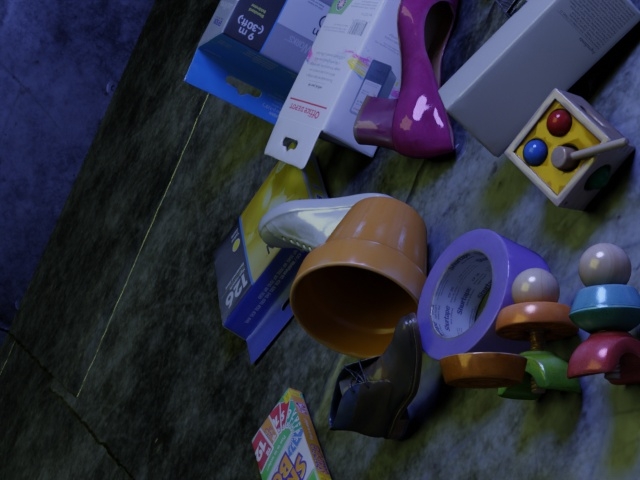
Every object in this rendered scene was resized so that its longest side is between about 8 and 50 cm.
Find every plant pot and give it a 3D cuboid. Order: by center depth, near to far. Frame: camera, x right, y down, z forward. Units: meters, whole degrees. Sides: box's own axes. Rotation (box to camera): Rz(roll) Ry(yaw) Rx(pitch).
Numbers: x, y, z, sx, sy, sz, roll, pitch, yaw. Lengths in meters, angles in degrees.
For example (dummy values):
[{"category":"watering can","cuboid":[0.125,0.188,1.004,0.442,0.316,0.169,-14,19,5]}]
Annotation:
[{"category":"plant pot","cuboid":[0.077,0.041,1.851,0.205,0.205,0.188,-38,23,43]}]

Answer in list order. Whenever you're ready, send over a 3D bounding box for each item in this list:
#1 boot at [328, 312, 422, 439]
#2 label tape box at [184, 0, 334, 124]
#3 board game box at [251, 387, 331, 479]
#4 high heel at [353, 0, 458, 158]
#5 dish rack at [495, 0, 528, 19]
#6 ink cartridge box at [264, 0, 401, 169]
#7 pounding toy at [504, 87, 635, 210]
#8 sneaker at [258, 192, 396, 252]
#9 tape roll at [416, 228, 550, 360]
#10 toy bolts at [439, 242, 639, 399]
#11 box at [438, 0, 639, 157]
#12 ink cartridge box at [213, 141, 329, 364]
[{"category":"boot","cuboid":[0.076,0.192,1.712,0.082,0.106,0.219,-103,18,-55]},{"category":"label tape box","cuboid":[-0.075,-0.408,2.413,0.348,0.249,0.115,-63,27,4]},{"category":"board game box","cuboid":[-0.045,0.361,1.970,0.124,0.039,0.259,-56,31,20]},{"category":"high heel","cuboid":[0.202,-0.298,2.029,0.181,0.127,0.377,12,73,34]},{"category":"dish rack","cuboid":[0.334,-0.437,1.898,0.208,0.074,0.271,-55,30,22]},{"category":"ink cartridge box","cuboid":[0.051,-0.277,2.221,0.353,0.119,0.207,-64,27,1]},{"category":"pounding toy","cuboid":[0.326,-0.115,1.582,0.141,0.100,0.130,50,117,30]},{"category":"sneaker","cuboid":[0.000,0.000,2.060,0.290,0.106,0.123,-9,64,42]},{"category":"tape roll","cuboid":[0.217,0.085,1.666,0.189,0.080,0.189,-41,37,39]},{"category":"toy bolts","cuboid":[0.263,0.088,1.447,0.228,0.218,0.159,-17,67,47]},{"category":"box","cuboid":[0.297,-0.254,1.701,0.275,0.113,0.094,-43,20,16]},{"category":"ink cartridge box","cuboid":[-0.088,0.020,2.291,0.304,0.072,0.307,-52,27,24]}]
